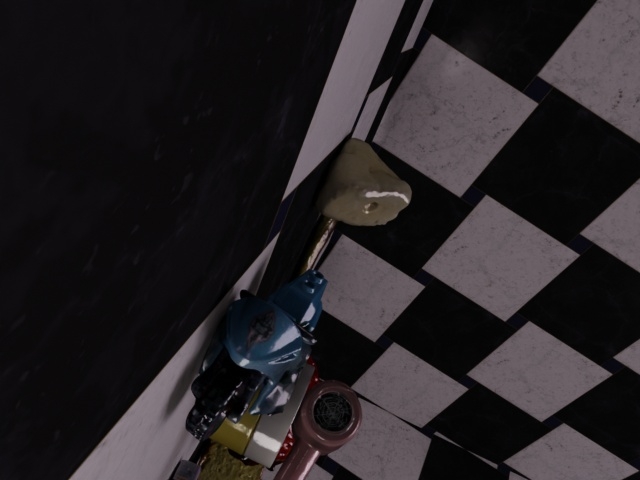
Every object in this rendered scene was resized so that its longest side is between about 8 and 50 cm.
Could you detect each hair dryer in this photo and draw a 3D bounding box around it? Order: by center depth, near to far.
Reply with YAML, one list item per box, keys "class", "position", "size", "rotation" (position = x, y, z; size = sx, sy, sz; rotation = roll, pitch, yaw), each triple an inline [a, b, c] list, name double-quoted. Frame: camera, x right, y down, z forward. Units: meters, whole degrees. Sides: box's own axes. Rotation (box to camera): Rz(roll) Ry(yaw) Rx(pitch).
- class: "hair dryer"
  position: [-0.047, 0.456, 0.983]
  size: [0.352, 0.125, 0.210]
  rotation: [-56, 172, -28]

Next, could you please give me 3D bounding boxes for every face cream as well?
- class: "face cream"
  position: [-0.137, 0.323, 1.026]
  size: [0.218, 0.179, 0.218]
  rotation: [25, 90, -87]

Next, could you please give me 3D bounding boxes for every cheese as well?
- class: "cheese"
  position: [0.080, -0.157, 1.355]
  size: [0.247, 0.251, 0.174]
  rotation: [-13, 155, -39]

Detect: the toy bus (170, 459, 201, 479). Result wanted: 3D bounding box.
- class: "toy bus"
  position: [-0.311, 0.557, 1.109]
  size: [0.072, 0.057, 0.172]
  rotation: [-70, -177, -54]

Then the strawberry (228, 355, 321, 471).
- class: "strawberry"
  position: [-0.102, 0.388, 1.265]
  size: [0.310, 0.291, 0.292]
  rotation: [-51, 177, 0]

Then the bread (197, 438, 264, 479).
- class: "bread"
  position: [-0.234, 0.609, 1.450]
  size: [0.179, 0.194, 0.340]
  rotation: [102, 9, -50]

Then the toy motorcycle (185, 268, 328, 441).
- class: "toy motorcycle"
  position: [-0.077, 0.159, 0.853]
  size: [0.232, 0.172, 0.416]
  rotation: [-60, 170, 25]

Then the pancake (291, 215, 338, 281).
- class: "pancake"
  position: [0.002, -0.004, 1.818]
  size: [0.305, 0.066, 0.427]
  rotation: [113, 2, -54]
